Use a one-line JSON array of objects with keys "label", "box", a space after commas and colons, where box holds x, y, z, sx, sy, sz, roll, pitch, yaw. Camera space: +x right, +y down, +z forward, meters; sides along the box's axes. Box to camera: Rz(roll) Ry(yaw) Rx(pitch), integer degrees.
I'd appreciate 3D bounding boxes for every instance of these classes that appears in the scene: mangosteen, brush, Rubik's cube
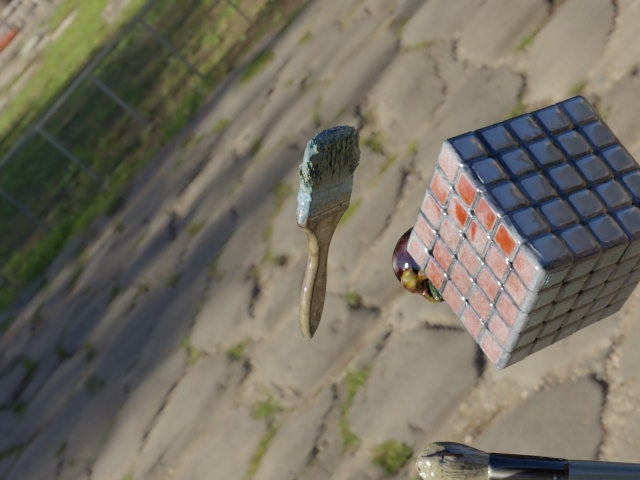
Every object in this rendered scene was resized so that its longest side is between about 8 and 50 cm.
[{"label": "mangosteen", "box": [0.173, 0.037, 1.994, 0.140, 0.140, 0.140, -41, 21, 19]}, {"label": "brush", "box": [0.000, 0.000, 1.094, 0.021, 0.196, 0.070, 23, 32, 30]}, {"label": "Rubik's cube", "box": [0.288, -0.014, 1.755, 0.236, 0.238, 0.237, -22, -28, -25]}, {"label": "brush", "box": [0.234, 0.205, 1.189, 0.299, 0.042, 0.039, 1, 7, 9]}]
